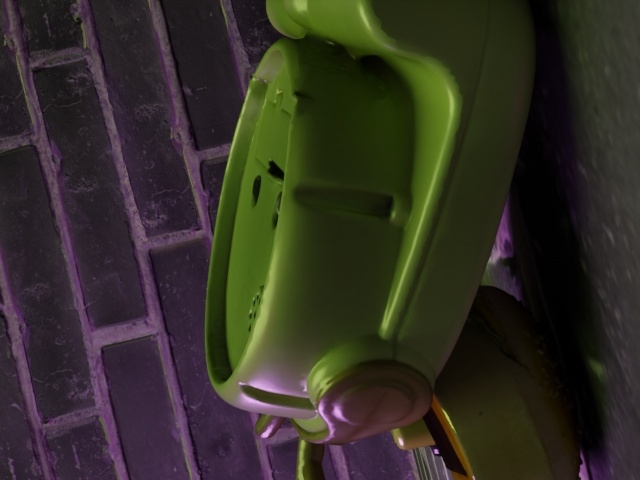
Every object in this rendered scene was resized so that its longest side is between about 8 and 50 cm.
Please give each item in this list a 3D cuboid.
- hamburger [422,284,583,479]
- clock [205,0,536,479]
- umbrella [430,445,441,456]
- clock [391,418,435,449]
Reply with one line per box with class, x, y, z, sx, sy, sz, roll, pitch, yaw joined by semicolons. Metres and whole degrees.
hamburger;0.095;0.083;0.433;0.126;0.082;0.141;71;172;-60
clock;0.000;0.000;0.424;0.235;0.096;0.307;-132;53;-68
umbrella;0.143;0.229;0.972;0.248;0.071;0.070;77;179;-62
clock;0.084;0.066;0.666;0.143;0.096;0.202;44;-147;-84
